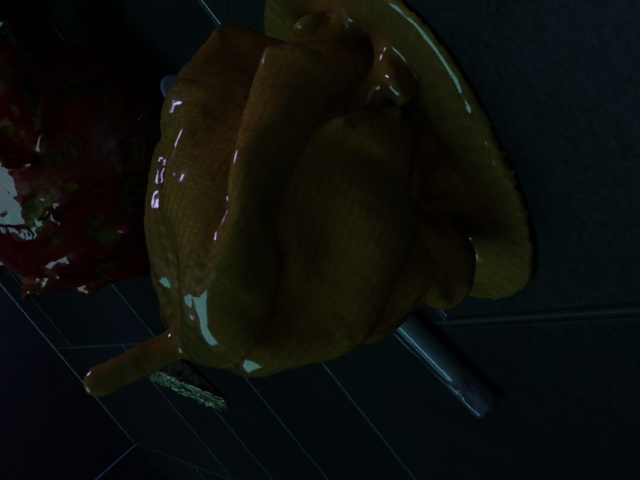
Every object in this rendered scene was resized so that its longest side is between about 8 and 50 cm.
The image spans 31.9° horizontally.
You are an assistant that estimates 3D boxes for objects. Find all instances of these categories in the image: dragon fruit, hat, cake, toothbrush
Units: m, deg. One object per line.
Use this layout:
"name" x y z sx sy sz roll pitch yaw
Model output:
"dragon fruit" -0.224 -0.076 0.938 0.205 0.210 0.268 -8 135 20
"hat" -0.041 0.010 0.632 0.233 0.233 0.244 52 160 -4
"cake" -0.196 0.214 1.641 0.140 0.055 0.051 36 151 28
"toothbrush" 0.000 0.000 0.841 0.354 0.024 0.029 45 167 12

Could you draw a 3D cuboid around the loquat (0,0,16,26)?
"loquat" -0.428 -0.176 1.069 0.284 0.276 0.276 54 160 -16
